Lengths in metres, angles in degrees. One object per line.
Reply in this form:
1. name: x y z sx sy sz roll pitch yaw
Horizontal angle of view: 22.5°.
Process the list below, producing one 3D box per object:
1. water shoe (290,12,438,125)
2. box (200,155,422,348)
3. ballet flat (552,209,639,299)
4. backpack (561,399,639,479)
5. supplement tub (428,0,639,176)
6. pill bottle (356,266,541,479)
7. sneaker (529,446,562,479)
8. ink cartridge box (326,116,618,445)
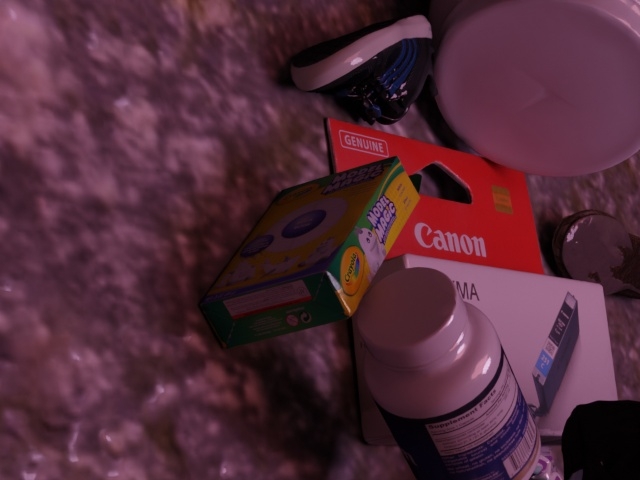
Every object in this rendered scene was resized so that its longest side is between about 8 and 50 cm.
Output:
1. water shoe: 0.047 -0.130 1.279 0.203 0.073 0.080 -31 106 -58
2. box: 0.000 0.000 1.111 0.043 0.105 0.179 63 32 -19
3. ballet flat: 0.299 0.016 1.663 0.250 0.058 0.084 14 101 -51
4. backpack: 0.294 0.318 1.155 0.355 0.290 0.273 -72 163 -52
5. supplement tub: 0.226 -0.239 1.463 0.235 0.235 0.325 54 37 -33
6. pill bottle: 0.084 0.098 1.086 0.169 0.094 0.094 63 31 -41
7. sneaker: 0.196 0.192 1.422 0.098 0.038 0.069 48 40 -39
8. ink cartridge box: 0.132 0.037 1.325 0.296 0.066 0.261 9 70 -50
